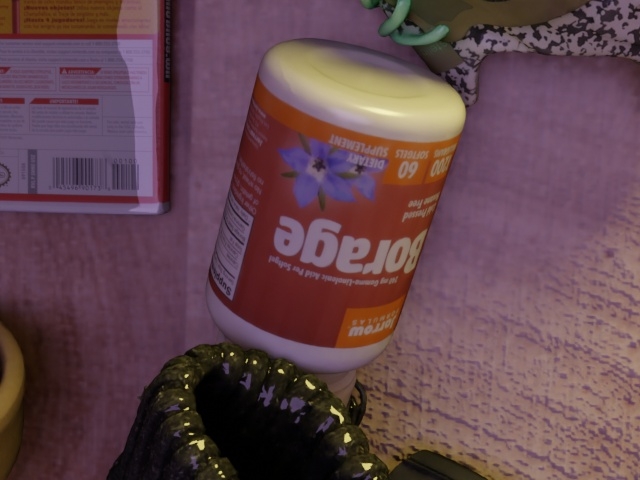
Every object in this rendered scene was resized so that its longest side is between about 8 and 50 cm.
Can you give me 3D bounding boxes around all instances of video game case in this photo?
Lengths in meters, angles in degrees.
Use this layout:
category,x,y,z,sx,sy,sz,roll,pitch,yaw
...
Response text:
category,x,y,z,sx,sy,sz,roll,pitch,yaw
video game case,-0.199,-0.161,0.750,0.204,0.025,0.285,2,97,8

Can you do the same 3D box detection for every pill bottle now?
category,x,y,z,sx,sy,sz,roll,pitch,yaw
pill bottle,0.000,0.000,0.677,0.121,0.121,0.216,18,115,5

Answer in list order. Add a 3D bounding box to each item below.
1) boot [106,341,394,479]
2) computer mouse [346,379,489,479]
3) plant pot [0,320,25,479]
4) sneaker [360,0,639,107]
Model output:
category,x,y,z,sx,sy,sz,roll,pitch,yaw
boot,-0.002,0.242,0.657,0.348,0.131,0.260,36,122,-3
computer mouse,0.067,0.225,0.737,0.262,0.060,0.184,30,98,4
plant pot,-0.319,0.177,0.711,0.263,0.263,0.229,10,116,6
sneaker,0.065,-0.164,0.663,0.411,0.158,0.182,13,116,8
